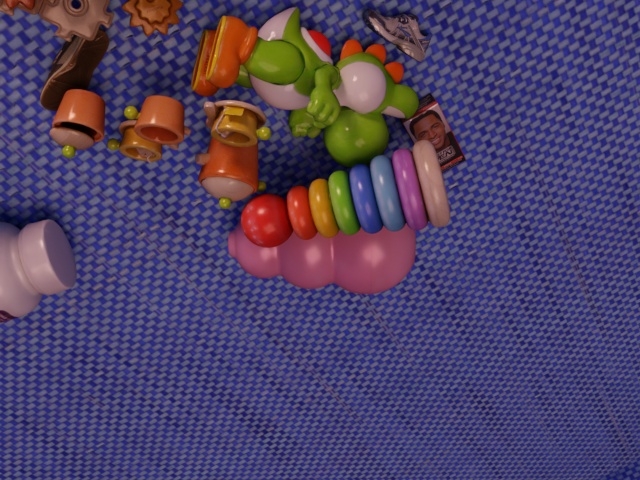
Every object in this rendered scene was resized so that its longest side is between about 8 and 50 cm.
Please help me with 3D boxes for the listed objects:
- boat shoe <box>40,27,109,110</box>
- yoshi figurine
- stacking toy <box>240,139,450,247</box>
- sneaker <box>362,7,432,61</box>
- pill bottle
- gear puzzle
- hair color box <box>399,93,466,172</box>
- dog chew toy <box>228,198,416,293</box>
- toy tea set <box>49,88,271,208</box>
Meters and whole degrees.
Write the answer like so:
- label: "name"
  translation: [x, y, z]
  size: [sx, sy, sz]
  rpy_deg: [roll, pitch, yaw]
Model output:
- label: "boat shoe"
  translation: [-0.374, -0.263, 1.014]
  size: [0.152, 0.049, 0.056]
  rpy_deg: [-45, 142, 15]
- label: "yoshi figurine"
  translation: [-0.016, -0.214, 1.064]
  size: [0.363, 0.203, 0.203]
  rpy_deg: [10, 139, -24]
- label: "stacking toy"
  translation: [0.033, -0.054, 1.075]
  size: [0.331, 0.141, 0.141]
  rpy_deg: [-14, 129, 8]
- label: "sneaker"
  translation: [0.126, -0.345, 1.082]
  size: [0.135, 0.052, 0.058]
  rpy_deg: [22, 109, -35]
- label: "pill bottle"
  translation: [-0.584, 0.065, 1.137]
  size: [0.302, 0.169, 0.169]
  rpy_deg: [-16, 129, -1]
- label: "gear puzzle"
  translation: [-0.349, -0.368, 0.909]
  size: [0.339, 0.044, 0.175]
  rpy_deg: [21, 99, -27]
- label: "hair color box"
  translation: [0.203, -0.188, 1.218]
  size: [0.072, 0.043, 0.141]
  rpy_deg: [-30, 127, 11]
- label: "dog chew toy"
  translation: [0.000, 0.000, 1.220]
  size: [0.332, 0.206, 0.206]
  rpy_deg: [-3, 128, -2]
- label: "toy tea set"
  translation: [-0.239, -0.133, 1.032]
  size: [0.336, 0.124, 0.200]
  rpy_deg: [6, 165, 3]
